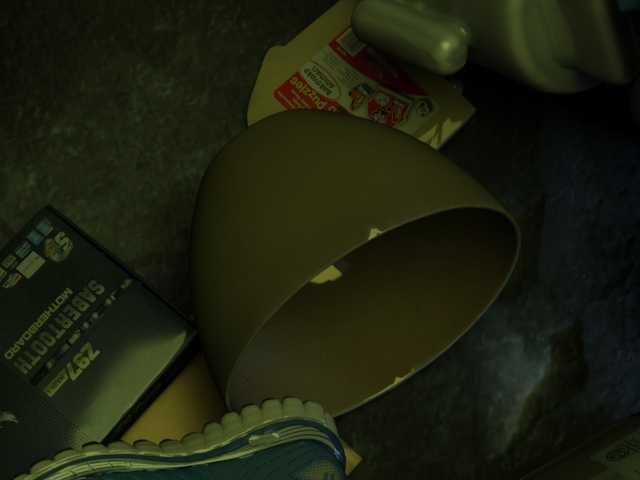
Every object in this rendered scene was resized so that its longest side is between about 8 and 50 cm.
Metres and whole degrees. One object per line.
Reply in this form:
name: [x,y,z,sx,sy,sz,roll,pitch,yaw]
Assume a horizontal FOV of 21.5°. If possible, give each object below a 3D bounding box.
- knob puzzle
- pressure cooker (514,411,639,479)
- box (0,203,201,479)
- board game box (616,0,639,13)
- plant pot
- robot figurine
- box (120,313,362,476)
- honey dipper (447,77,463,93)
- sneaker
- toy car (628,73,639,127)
knob puzzle: [0.018,-0.110,1.567,0.213,0.030,0.213,-1,73,4]
pressure cooker: [0.188,0.364,1.288,0.420,0.370,0.375,-27,77,-19]
box: [-0.242,0.110,1.436,0.183,0.059,0.232,39,73,11]
board game box: [0.403,-0.098,1.411,0.390,0.050,0.389,-16,96,-41]
plant pot: [0.000,0.000,1.425,0.284,0.284,0.191,-26,61,-15]
robot figurine: [0.169,-0.255,1.502,0.300,0.199,0.353,-37,40,-21]
box: [-0.089,0.184,1.473,0.201,0.021,0.164,42,72,4]
honey dipper: [0.094,-0.088,1.577,0.030,0.030,0.160,29,70,-1]
sneaker: [-0.126,0.236,1.325,0.330,0.129,0.147,-18,51,-9]
toy car: [0.363,-0.130,1.546,0.159,0.182,0.136,26,41,16]
